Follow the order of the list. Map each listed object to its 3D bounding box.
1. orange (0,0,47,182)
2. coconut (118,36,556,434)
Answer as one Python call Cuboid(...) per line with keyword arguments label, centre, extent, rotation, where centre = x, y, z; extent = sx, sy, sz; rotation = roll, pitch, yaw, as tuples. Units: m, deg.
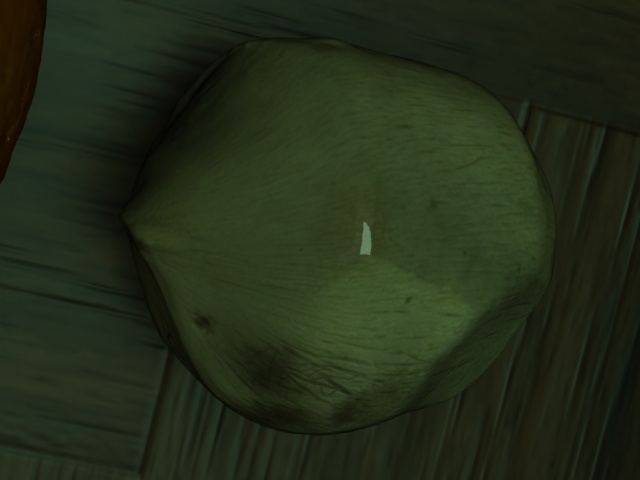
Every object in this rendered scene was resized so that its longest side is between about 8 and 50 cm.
Cuboid(label="orange", centre=(-0.327, -0.109, 0.786), extent=(0.424, 0.326, 0.423), rotation=(2, 85, -27))
Cuboid(label="coconut", centre=(0.000, 0.000, 0.954), extent=(0.224, 0.224, 0.224), rotation=(-2, 97, -14))
